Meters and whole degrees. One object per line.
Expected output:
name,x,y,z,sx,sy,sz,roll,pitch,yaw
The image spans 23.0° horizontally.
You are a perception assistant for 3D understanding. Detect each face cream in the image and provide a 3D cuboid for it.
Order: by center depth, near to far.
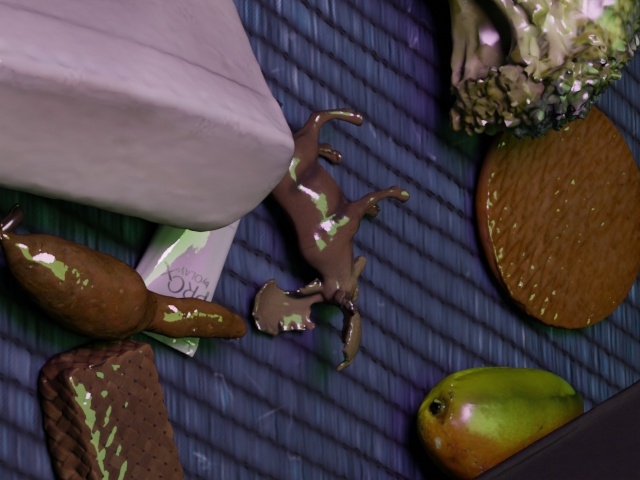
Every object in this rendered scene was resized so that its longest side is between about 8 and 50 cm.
face cream,-0.106,-0.024,1.422,0.092,0.058,0.243,29,75,-30

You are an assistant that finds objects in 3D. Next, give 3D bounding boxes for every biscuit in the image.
biscuit,0.264,-0.030,1.725,0.262,0.037,0.262,4,84,-38

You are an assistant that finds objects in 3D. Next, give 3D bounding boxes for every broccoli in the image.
broccoli,0.147,-0.256,1.544,0.397,0.275,0.353,-13,62,-38

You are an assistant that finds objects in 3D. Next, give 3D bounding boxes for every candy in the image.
candy,-0.210,-0.138,1.246,0.359,0.145,0.208,12,43,-38

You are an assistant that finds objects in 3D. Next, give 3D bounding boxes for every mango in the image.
mango,0.190,0.191,1.601,0.233,0.111,0.125,7,114,-48

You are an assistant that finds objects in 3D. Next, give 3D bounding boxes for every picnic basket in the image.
picnic basket,-0.171,0.181,1.349,0.110,0.055,0.193,-17,95,-38

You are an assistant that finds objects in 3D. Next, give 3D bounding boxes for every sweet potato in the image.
sweet potato,-0.175,0.052,1.329,0.269,0.075,0.074,23,72,-40

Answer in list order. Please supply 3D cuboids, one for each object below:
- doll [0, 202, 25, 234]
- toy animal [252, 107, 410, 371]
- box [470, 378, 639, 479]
doll,-0.315,0.010,1.251,0.139,0.057,0.165,49,64,-28
toy animal,0.000,0.000,1.489,0.186,0.094,0.214,-42,104,-38
box,0.277,0.332,1.539,0.345,0.204,0.251,-25,131,-37
